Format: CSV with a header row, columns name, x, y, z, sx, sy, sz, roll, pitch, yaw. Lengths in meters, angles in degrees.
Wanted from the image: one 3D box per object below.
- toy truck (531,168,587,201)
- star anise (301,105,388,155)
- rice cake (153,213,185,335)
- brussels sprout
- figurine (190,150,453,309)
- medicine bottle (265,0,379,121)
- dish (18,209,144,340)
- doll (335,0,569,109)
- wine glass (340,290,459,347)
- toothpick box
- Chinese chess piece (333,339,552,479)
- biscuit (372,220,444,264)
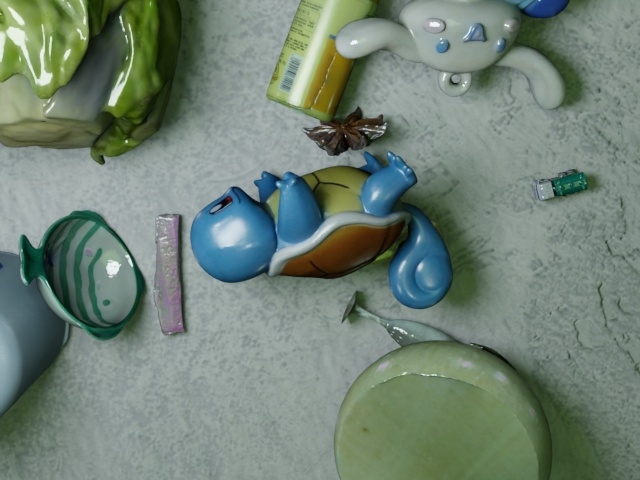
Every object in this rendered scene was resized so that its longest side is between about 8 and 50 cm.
name,x,y,z,sx,sy,sz,roll,pitch,yaw
toy truck,0.388,-0.088,1.735,0.083,0.044,0.039,-15,97,3
star anise,0.044,-0.168,1.690,0.141,0.141,0.042,-11,119,3
rice cake,-0.249,0.056,1.775,0.047,0.036,0.206,3,101,10
brussels sprout,-0.384,-0.320,1.523,0.342,0.425,0.361,-5,80,14
figurine,0.015,-0.037,1.641,0.416,0.298,0.243,8,101,-13
medicine bottle,0.008,-0.310,1.660,0.124,0.124,0.239,22,99,-4
dish,-0.397,0.059,1.707,0.078,0.246,0.224,-24,65,33
doll,0.242,-0.390,1.592,0.376,0.187,0.365,3,109,-38
wine glass,0.135,0.152,1.775,0.198,0.066,0.066,26,100,-4
toothpick box,-0.542,0.148,1.634,0.263,0.354,0.263,0,101,1
Chinese chess piece,0.195,0.329,1.724,0.349,0.146,0.349,5,110,16
biscuit,0.107,0.007,1.754,0.188,0.052,0.056,-10,89,0
